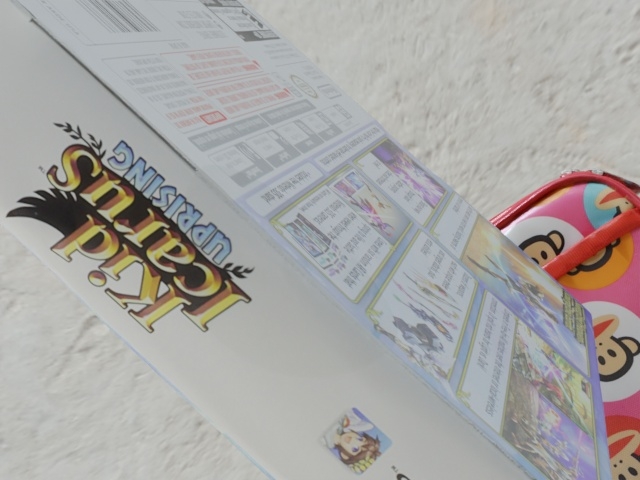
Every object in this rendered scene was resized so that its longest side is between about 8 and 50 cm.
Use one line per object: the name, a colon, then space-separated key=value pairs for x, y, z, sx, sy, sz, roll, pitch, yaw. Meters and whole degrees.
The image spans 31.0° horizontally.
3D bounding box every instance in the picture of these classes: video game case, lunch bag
video game case: x=0.000 y=0.000 z=0.447 sx=0.244 sy=0.269 sz=0.061 roll=41 pitch=106 yaw=2
lunch bag: x=0.126 y=0.097 z=0.765 sx=0.293 sy=0.120 sz=0.258 roll=-34 pitch=68 yaw=-4
